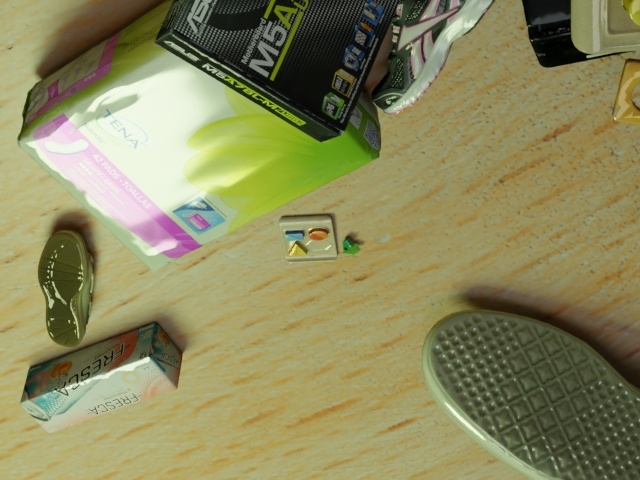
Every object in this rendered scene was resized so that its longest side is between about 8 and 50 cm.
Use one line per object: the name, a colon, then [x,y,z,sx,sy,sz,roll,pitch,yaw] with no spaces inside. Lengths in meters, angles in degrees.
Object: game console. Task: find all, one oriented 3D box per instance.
game console: [0.253,-0.221,1.571,0.122,0.071,0.107,-10,160,14]

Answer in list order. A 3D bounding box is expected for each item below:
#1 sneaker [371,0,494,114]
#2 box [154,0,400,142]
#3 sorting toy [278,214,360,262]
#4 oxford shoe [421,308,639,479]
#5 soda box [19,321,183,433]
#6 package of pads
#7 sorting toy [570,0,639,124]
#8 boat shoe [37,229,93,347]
sneaker: [0.094,-0.202,1.576,0.077,0.072,0.178,33,120,-8]
box: [-0.028,-0.213,1.493,0.184,0.191,0.045,32,160,-23]
sorting toy: [0.000,0.000,1.791,0.083,0.012,0.062,-2,131,8]
oxford shoe: [0.301,0.214,1.878,0.449,0.169,0.130,24,165,-14]
soda box: [-0.250,0.158,1.925,0.183,0.058,0.063,-21,127,21]
package of pads: [-0.122,-0.119,1.637,0.296,0.101,0.229,-26,126,25]
sorting toy: [0.320,-0.247,1.476,0.196,0.047,0.348,-3,121,3]
boat shoe: [-0.274,0.046,1.842,0.056,0.048,0.153,10,126,12]
